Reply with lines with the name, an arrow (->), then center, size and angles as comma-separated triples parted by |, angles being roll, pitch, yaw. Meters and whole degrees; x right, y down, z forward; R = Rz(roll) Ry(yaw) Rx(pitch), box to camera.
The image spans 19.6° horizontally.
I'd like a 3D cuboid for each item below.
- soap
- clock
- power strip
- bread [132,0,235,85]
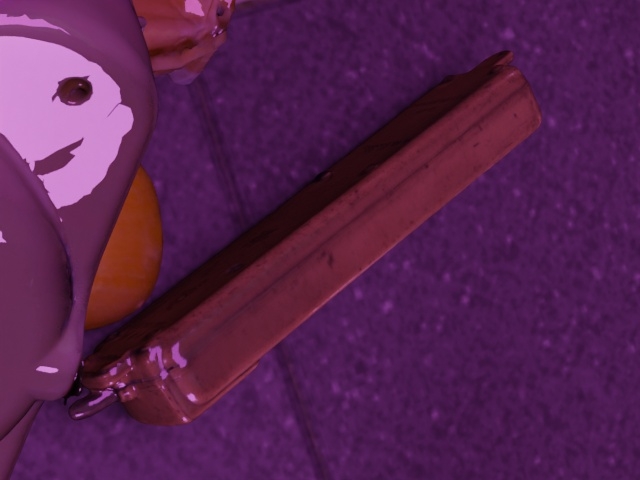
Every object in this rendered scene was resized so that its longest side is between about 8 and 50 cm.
soap -> -0.146, -0.002, 0.819 | 0.168, 0.033, 0.089 | -2, 81, -31
clock -> -0.234, -0.005, 0.642 | 0.309, 0.284, 0.114 | 9, 38, -25
power strip -> 0.000, 0.000, 0.888 | 0.305, 0.064, 0.044 | -38, 108, -29
bread -> -0.161, -0.123, 0.786 | 0.241, 0.107, 0.136 | -7, 84, -32
